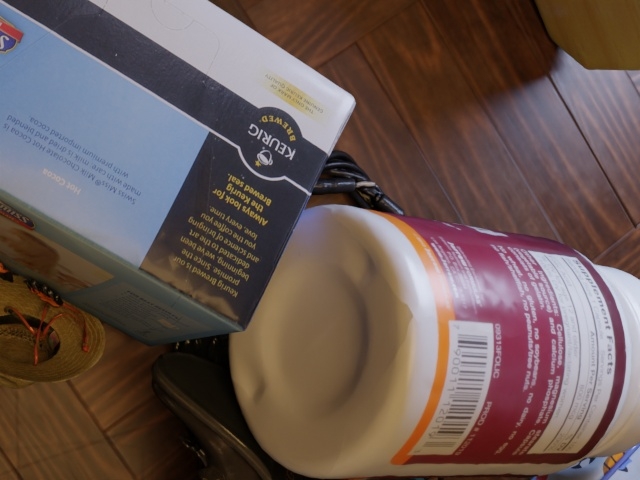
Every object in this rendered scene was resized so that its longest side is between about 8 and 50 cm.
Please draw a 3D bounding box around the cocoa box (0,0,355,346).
[{"bbox_3d":[-0.198,-0.091,1.155,0.347,0.231,0.228,31,71,-20],"label":"cocoa box"}]

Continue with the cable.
[{"bbox_3d":[0.000,0.000,1.328,0.184,0.047,0.150,-46,110,-28],"label":"cable"}]

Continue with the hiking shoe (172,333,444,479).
[{"bbox_3d":[-0.019,0.158,1.324,0.304,0.113,0.132,51,43,-7],"label":"hiking shoe"}]

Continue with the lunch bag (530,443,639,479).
[{"bbox_3d":[0.357,0.282,1.455,0.303,0.115,0.243,-38,105,-16],"label":"lunch bag"}]

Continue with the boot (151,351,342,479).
[{"bbox_3d":[-0.110,0.251,1.241,0.263,0.091,0.229,46,110,-5],"label":"boot"}]

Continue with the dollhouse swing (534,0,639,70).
[{"bbox_3d":[0.332,-0.374,1.327,0.315,0.347,0.305,-50,116,-15],"label":"dollhouse swing"}]

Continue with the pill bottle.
[{"bbox_3d":[0.133,0.098,1.254,0.392,0.224,0.224,8,86,-43],"label":"pill bottle"}]

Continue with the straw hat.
[{"bbox_3d":[-0.264,0.096,1.227,0.144,0.144,0.061,16,124,-21],"label":"straw hat"}]

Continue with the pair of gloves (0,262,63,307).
[{"bbox_3d":[-0.258,0.036,1.206,0.083,0.074,0.010,28,78,-4],"label":"pair of gloves"}]
